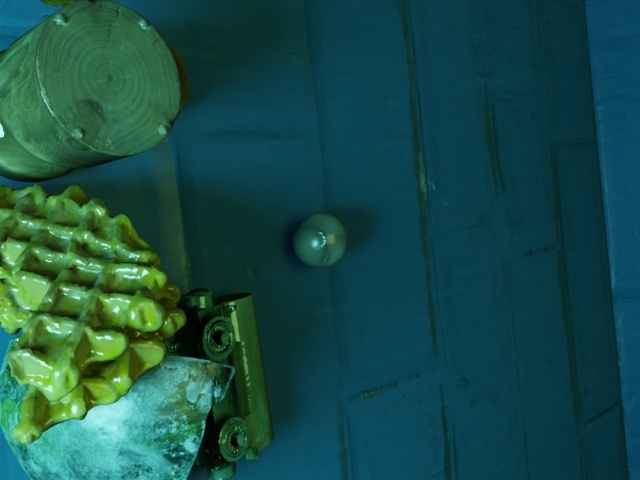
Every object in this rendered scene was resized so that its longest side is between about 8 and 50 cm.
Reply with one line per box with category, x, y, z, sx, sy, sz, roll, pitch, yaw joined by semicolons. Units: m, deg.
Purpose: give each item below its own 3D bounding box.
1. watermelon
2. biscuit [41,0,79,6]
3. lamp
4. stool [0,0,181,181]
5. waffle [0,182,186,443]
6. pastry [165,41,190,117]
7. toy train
watermelon;-0.264;0.258;0.920;0.320;0.213;0.289;-5;96;0
biscuit;-0.310;-0.428;0.795;0.070;0.395;0.350;63;14;-65
lamp;0.000;0.000;1.255;0.105;0.105;0.105;5;84;-44
stool;-0.320;-0.174;0.842;0.179;0.264;0.179;4;85;-44
waffle;-0.330;0.063;0.788;0.261;0.324;0.151;-43;155;-43
pastry;-0.269;-0.245;1.025;0.153;0.081;0.153;4;84;-40
toy train;-0.145;0.222;1.077;0.190;0.126;0.307;-11;94;-45
